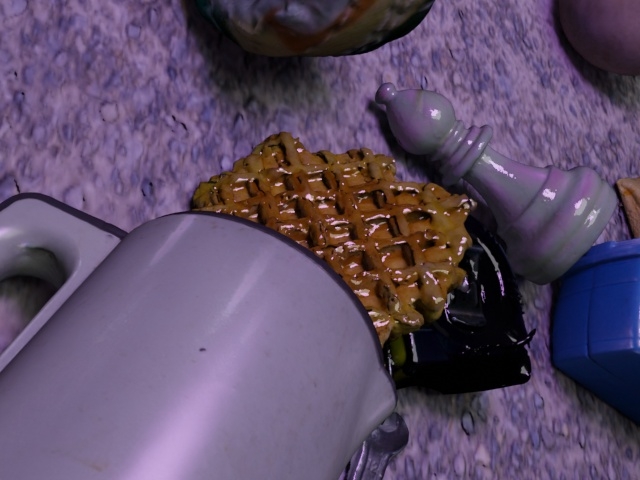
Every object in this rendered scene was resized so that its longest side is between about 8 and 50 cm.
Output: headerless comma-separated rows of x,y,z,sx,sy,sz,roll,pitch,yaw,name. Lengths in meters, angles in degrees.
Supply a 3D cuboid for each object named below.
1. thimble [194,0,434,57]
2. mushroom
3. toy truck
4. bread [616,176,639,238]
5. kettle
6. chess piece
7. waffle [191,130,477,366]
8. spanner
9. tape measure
-0.001,-0.311,0.940,0.167,0.288,0.254,-7,42,-41,thimble
0.431,-0.307,1.360,0.215,0.207,0.207,39,42,-58,mushroom
0.435,0.146,1.144,0.385,0.161,0.162,34,61,-21,toy truck
0.418,-0.028,1.309,0.084,0.080,0.109,0,34,-38,bread
-0.173,0.151,0.647,0.361,0.250,0.376,24,47,9,kettle
0.171,-0.082,1.086,0.272,0.139,0.139,37,50,-3,chess piece
0.000,0.001,0.870,0.254,0.052,0.245,21,47,14,waffle
0.015,0.267,0.851,0.071,0.017,0.301,35,52,-20,spanner
0.103,0.053,0.963,0.199,0.112,0.186,6,63,-37,tape measure
